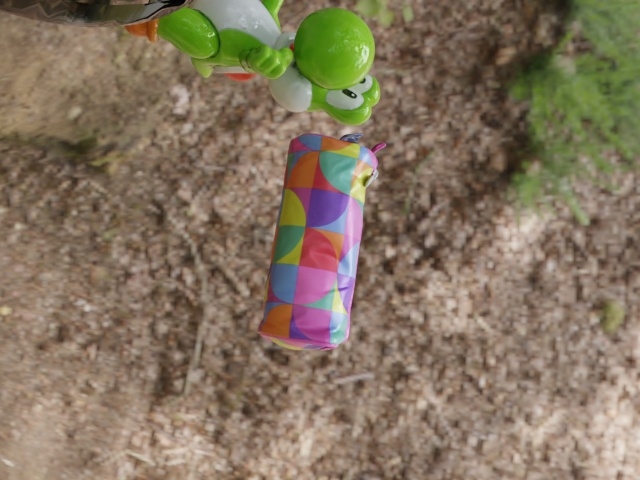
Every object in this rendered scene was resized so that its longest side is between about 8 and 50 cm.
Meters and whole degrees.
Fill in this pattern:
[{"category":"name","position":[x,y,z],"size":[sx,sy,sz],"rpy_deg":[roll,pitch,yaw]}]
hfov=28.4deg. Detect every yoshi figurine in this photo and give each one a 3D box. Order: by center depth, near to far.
[{"category":"yoshi figurine","position":[-0.071,-0.290,1.712],"size":[0.362,0.203,0.204],"rpy_deg":[27,95,-2]}]

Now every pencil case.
[{"category":"pencil case","position":[0.000,0.000,1.339],"size":[0.104,0.104,0.236],"rpy_deg":[16,82,-36]}]

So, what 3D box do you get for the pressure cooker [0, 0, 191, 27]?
[{"category":"pressure cooker","position":[-0.169,-0.362,0.889],"size":[0.369,0.420,0.375],"rpy_deg":[14,49,-24]}]
